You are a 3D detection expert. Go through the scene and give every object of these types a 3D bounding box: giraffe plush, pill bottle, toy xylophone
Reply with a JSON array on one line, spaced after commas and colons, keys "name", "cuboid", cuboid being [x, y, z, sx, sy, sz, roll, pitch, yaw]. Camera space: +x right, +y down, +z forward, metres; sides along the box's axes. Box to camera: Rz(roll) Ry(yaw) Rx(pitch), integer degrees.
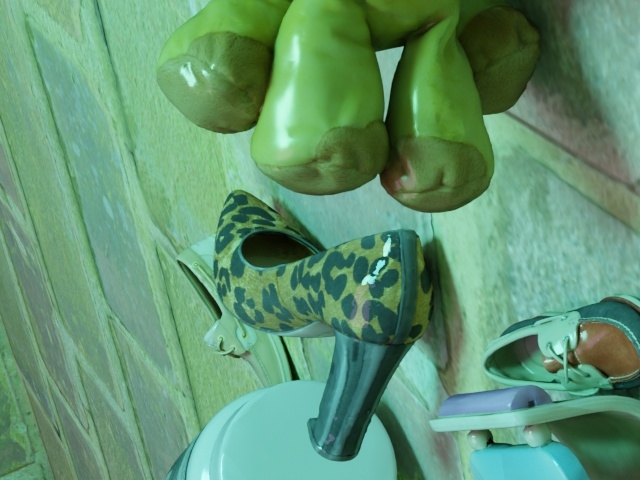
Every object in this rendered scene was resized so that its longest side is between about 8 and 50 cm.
[{"name": "giraffe plush", "cuboid": [0.033, -0.141, 0.616, 0.170, 0.181, 0.210, 115, 163, -57]}, {"name": "pill bottle", "cuboid": [-0.039, 0.210, 1.143, 0.161, 0.161, 0.283, 63, 159, 10]}, {"name": "toy xylophone", "cuboid": [0.163, 0.220, 0.750, 0.322, 0.081, 0.236, 63, 160, 9]}]

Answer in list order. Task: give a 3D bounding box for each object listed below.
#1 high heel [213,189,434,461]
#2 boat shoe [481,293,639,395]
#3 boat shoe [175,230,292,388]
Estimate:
[{"name": "high heel", "cuboid": [0.000, 0.000, 0.975, 0.261, 0.093, 0.186, 61, 143, 41]}, {"name": "boat shoe", "cuboid": [0.131, 0.058, 0.718, 0.137, 0.043, 0.049, -12, 98, 69]}, {"name": "boat shoe", "cuboid": [-0.080, 0.077, 1.255, 0.170, 0.059, 0.063, 63, 160, 11]}]
